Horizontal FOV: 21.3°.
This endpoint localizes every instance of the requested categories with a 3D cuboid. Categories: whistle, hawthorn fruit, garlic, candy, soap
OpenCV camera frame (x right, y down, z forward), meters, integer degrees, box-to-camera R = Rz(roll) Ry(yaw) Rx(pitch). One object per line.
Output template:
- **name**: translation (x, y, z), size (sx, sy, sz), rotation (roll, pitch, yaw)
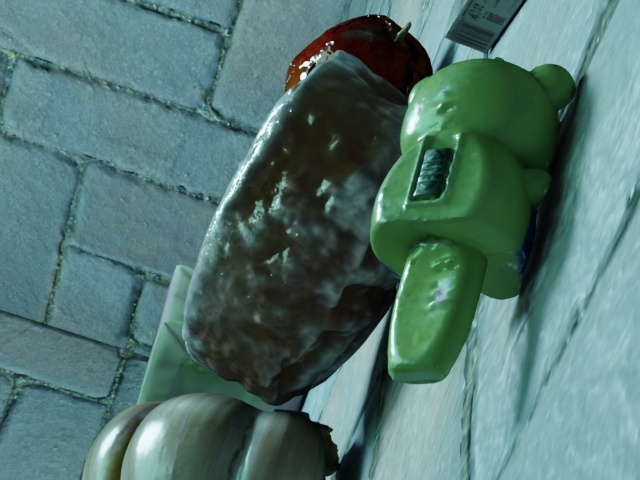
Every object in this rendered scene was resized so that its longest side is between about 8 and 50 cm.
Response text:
- **whistle**: translation (0.081, -0.018, 0.955), size (0.085, 0.105, 0.227), rotation (53, -137, -44)
- **hawthorn fruit**: translation (0.044, -0.148, 1.633), size (0.172, 0.148, 0.148), rotation (-44, 22, 38)
- **garlic**: translation (-0.094, 0.197, 1.377), size (0.160, 0.214, 0.191), rotation (100, -170, -47)
- **candy**: translation (0.000, 0.000, 1.364), size (0.214, 0.157, 0.289), rotation (-22, -40, -57)
- **soap**: translation (-0.108, 0.140, 1.984), size (0.199, 0.182, 0.138), rotation (-86, 13, -71)

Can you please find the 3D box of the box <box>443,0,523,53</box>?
- **box**: translation (0.142, -0.210, 1.274), size (0.218, 0.040, 0.055), rotation (121, 167, -69)
